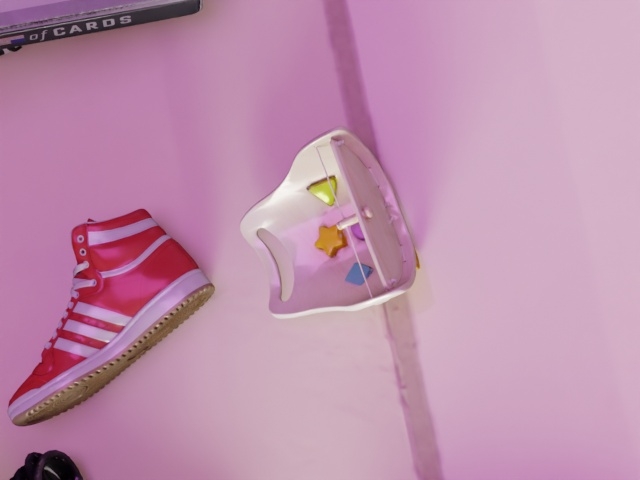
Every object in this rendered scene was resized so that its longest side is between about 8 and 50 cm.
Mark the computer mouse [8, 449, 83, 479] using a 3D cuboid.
[{"bbox_3d":[-0.121,0.121,0.766,0.184,0.262,0.060,42,90,23],"label":"computer mouse"}]

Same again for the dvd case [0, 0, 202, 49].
[{"bbox_3d":[-0.168,-0.208,0.885,0.179,0.029,0.238,-11,76,-6],"label":"dvd case"}]

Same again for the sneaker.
[{"bbox_3d":[-0.116,0.034,0.877,0.118,0.042,0.067,-38,79,2],"label":"sneaker"}]

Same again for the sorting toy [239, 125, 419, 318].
[{"bbox_3d":[0.000,0.000,0.848,0.075,0.045,0.083,-24,78,21],"label":"sorting toy"}]

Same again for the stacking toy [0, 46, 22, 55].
[{"bbox_3d":[-0.265,-0.138,0.941,0.221,0.052,0.167,-28,75,15],"label":"stacking toy"}]
